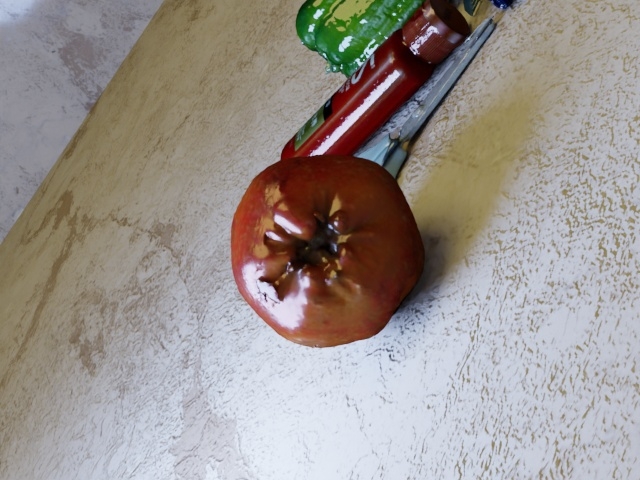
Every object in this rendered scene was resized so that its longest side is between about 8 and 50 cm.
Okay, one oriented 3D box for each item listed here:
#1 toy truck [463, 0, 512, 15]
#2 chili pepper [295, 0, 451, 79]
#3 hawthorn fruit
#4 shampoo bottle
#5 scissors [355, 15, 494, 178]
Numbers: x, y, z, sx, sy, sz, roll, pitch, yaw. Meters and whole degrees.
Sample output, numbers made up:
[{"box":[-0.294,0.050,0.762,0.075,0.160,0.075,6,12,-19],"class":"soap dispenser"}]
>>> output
[{"box":[0.213,-0.319,1.608,0.063,0.074,0.136,-63,-20,-18],"class":"toy truck"},{"box":[0.108,-0.396,1.794,0.385,0.167,0.213,-53,23,10],"class":"chili pepper"},{"box":[0.000,0.000,1.434,0.211,0.211,0.299,-56,11,3],"class":"hawthorn fruit"},{"box":[0.067,-0.192,1.715,0.314,0.076,0.118,-44,10,32],"class":"shampoo bottle"},{"box":[0.104,-0.137,1.623,0.360,0.029,0.191,-54,19,10],"class":"scissors"}]
